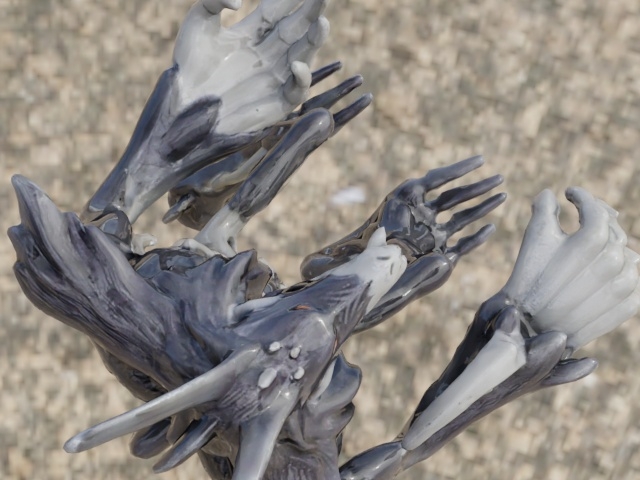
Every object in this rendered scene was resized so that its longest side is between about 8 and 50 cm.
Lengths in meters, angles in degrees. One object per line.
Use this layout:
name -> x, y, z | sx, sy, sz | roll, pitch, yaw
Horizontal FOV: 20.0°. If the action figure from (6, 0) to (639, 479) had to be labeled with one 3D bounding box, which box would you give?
action figure -> 0.000, 0.000, 0.564 | 0.164, 0.141, 0.276 | 42, 15, -7
